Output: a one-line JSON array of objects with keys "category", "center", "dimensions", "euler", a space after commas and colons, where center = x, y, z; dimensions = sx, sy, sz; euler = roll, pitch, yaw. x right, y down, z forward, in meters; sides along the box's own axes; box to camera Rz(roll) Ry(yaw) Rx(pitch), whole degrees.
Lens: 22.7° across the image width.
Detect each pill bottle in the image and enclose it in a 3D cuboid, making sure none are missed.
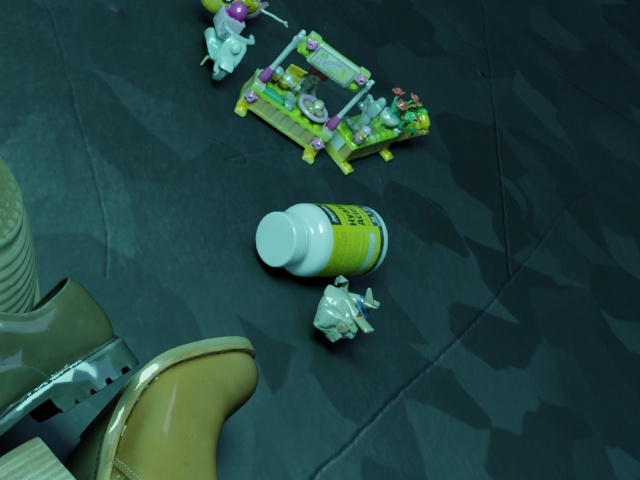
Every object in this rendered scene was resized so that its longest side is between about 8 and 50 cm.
[{"category": "pill bottle", "center": [0.000, 0.000, 1.397], "dimensions": [0.116, 0.065, 0.065], "euler": [0, 52, -48]}]

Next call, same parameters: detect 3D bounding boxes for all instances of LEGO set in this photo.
[{"category": "LEGO set", "center": [0.027, -0.147, 1.559], "dimensions": [0.287, 0.107, 0.132], "euler": [20, 39, -34]}]

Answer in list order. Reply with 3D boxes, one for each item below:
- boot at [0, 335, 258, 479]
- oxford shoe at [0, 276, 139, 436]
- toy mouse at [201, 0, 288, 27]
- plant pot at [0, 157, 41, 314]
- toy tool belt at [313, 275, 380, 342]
[{"category": "boot", "center": [-0.080, 0.194, 1.035], "dimensions": [0.220, 0.109, 0.283], "euler": [48, 34, 8]}, {"category": "oxford shoe", "center": [-0.227, 0.092, 0.974], "dimensions": [0.227, 0.083, 0.096], "euler": [-32, 94, -38]}, {"category": "toy mouse", "center": [-0.107, -0.258, 1.601], "dimensions": [0.161, 0.031, 0.143], "euler": [24, 19, -39]}, {"category": "plant pot", "center": [-0.275, -0.010, 1.055], "dimensions": [0.237, 0.110, 0.237], "euler": [29, 34, -22]}, {"category": "toy tool belt", "center": [0.027, 0.063, 1.364], "dimensions": [0.051, 0.052, 0.083], "euler": [21, 12, 8]}]
